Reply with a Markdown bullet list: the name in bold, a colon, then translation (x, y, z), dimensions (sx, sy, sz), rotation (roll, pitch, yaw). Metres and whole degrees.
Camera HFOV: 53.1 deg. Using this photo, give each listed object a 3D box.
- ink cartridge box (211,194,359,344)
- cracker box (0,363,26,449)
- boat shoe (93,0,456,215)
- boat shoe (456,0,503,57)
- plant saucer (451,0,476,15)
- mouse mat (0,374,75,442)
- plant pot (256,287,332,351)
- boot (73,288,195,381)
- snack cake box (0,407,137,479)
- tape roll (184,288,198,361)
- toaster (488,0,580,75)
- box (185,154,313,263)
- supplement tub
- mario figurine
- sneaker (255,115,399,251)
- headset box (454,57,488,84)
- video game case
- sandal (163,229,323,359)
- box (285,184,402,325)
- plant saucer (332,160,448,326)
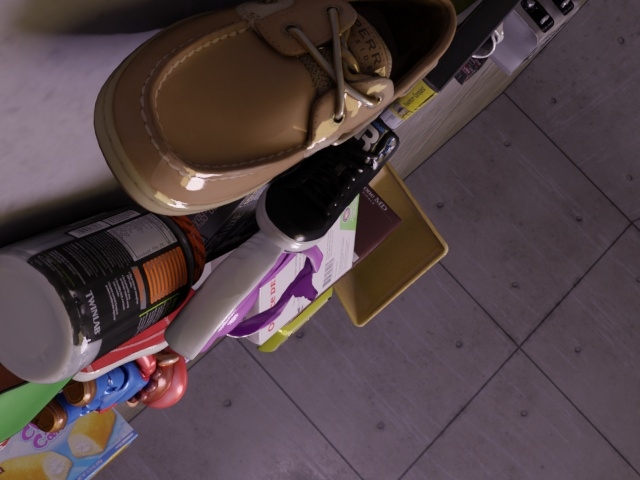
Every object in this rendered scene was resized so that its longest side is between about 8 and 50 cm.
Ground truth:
- **ink cartridge box**: translation (-0.057, 0.017, 1.105), dimensions (0.273, 0.115, 0.198), rotation (-37, 143, -42)
- **cracker box**: translation (-0.399, 0.205, 0.692), dimensions (0.232, 0.067, 0.156), rotation (-46, 175, 38)
- **boat shoe**: translation (-0.008, -0.127, 0.454), dimensions (0.110, 0.121, 0.341), rotation (-13, -160, 40)
- **boat shoe**: translation (0.266, -0.351, 1.098), dimensions (0.258, 0.084, 0.095), rotation (-39, 174, -35)
- **plant saucer**: translation (0.222, -0.377, 0.797), dimensions (0.241, 0.037, 0.241), rotation (-42, 176, -4)
- **mouse mat**: translation (-0.326, 0.183, 0.660), dimensions (0.152, 0.007, 0.190), rotation (-45, 174, 11)
- **plant pot**: translation (-0.113, 0.133, 1.580), dimensions (0.227, 0.207, 0.228), rotation (-40, 173, -30)
- **boot**: translation (-0.241, 0.094, 0.924), dimensions (0.176, 0.088, 0.244), rotation (-48, 170, 36)
- **snack cake box**: translation (-0.477, 0.382, 1.121), dimensions (0.264, 0.152, 0.089), rotation (-39, 173, -47)
- **tape roll**: translation (-0.322, 0.224, 1.379), dimensions (0.275, 0.090, 0.275), rotation (-42, 175, -5)
- **toaster**: translation (0.454, -0.472, 1.419), dimensions (0.168, 0.110, 0.185), rotation (-40, 175, -23)
- **box**: translation (-0.048, -0.104, 0.762), dimensions (0.307, 0.076, 0.242), rotation (-45, 175, 25)
- **supplement tub**: translation (-0.193, 0.036, 0.572), dimensions (0.117, 0.117, 0.190), rotation (-45, 174, 29)
- **mario figurine**: translation (-0.354, 0.212, 1.072), dimensions (0.198, 0.170, 0.320), rotation (-7, 174, 17)
- **sneaker**: translation (0.016, -0.078, 0.664), dimensions (0.121, 0.079, 0.217), rotation (-50, 179, 31)
- **headset box**: translation (0.375, -0.431, 1.605), dimensions (0.083, 0.032, 0.062), rotation (-41, 175, -7)
- **video game case**: translation (0.201, -0.281, 0.872), dimensions (0.275, 0.035, 0.248), rotation (-49, -176, -5)
- **sandal**: translation (-0.059, 0.053, 0.774), dimensions (0.169, 0.102, 0.416), rotation (-47, 180, 22)
- **box**: translation (0.000, 0.000, 1.412), dimensions (0.381, 0.191, 0.143), rotation (-38, 173, -48)
- **plant saucer**: translation (0.140, -0.005, 1.628), dimensions (0.081, 0.332, 0.333), rotation (1, 141, -50)
